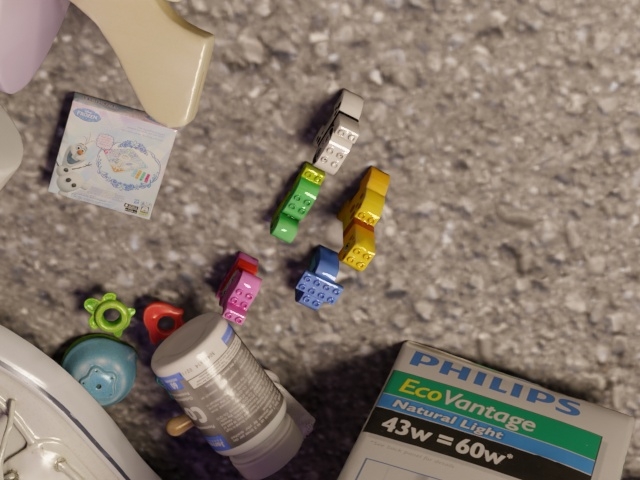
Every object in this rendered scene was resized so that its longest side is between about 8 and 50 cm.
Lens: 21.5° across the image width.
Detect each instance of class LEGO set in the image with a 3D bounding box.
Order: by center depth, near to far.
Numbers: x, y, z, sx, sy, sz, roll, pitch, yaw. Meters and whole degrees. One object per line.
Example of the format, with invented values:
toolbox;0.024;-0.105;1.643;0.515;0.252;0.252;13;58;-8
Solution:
LEGO set;0.000;0.000;1.408;0.087;0.093;0.227;25;117;-15

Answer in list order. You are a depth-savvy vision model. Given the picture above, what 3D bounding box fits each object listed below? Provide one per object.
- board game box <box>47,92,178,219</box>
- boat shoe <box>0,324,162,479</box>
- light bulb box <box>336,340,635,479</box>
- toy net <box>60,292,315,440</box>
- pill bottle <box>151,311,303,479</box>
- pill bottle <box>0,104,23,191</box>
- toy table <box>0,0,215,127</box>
board game box;-0.174;-0.070;1.408;0.090;0.020;0.090;16;120;-9
boat shoe;-0.258;0.224;1.487;0.136;0.156;0.367;-8;130;41
light bulb box;0.094;0.342;1.432;0.225;0.361;0.358;18;120;9
toy net;-0.112;0.119;1.512;0.232;0.045;0.122;16;104;-13
pill bottle;-0.078;0.137;1.456;0.078;0.078;0.137;-30;109;16
pill bottle;-0.383;0.005;1.361;0.176;0.176;0.318;36;114;-19
toy table;-0.138;-0.220;1.211;0.161;0.252;0.274;19;120;7
